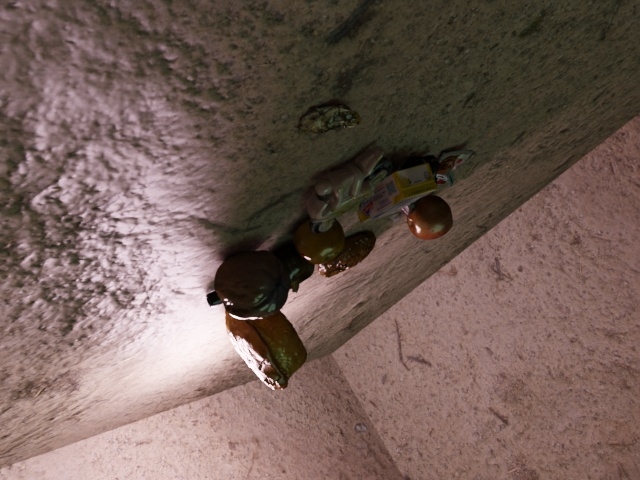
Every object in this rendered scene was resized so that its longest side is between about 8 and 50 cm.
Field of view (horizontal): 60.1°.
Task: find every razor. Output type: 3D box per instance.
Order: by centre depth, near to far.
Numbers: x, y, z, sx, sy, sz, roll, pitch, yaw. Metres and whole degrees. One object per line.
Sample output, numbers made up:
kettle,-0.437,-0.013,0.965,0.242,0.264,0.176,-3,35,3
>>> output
razor,0.376,-0.200,2.132,0.278,0.056,0.111,-23,160,14

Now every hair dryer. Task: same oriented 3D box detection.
hair dryer,-0.350,0.161,1.955,0.100,0.057,0.197,-22,149,-27

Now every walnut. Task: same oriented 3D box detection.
walnut,-0.226,0.147,1.829,0.248,0.248,0.248,-28,160,-11

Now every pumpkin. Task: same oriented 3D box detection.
pumpkin,-0.119,0.116,2.017,0.219,0.162,0.219,-27,164,-8

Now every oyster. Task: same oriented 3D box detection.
oyster,0.024,-0.304,1.388,0.166,0.053,0.108,-21,148,-10

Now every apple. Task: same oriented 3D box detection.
apple,0.000,0.000,1.914,0.182,0.155,0.182,-29,154,-16
apple,0.460,-0.095,2.341,0.174,0.188,0.188,-18,158,-8

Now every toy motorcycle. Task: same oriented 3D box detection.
toy motorcycle,0.072,-0.158,1.723,0.341,0.108,0.223,-41,150,9

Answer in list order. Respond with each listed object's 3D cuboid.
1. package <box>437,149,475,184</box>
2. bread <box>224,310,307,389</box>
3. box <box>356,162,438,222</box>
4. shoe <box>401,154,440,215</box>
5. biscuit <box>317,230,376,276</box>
package,0.478,-0.276,2.149,0.154,0.030,0.239,-9,157,-25
bread,-0.229,0.411,2.237,0.215,0.398,0.398,-38,163,-20
box,0.250,-0.159,1.894,0.168,0.097,0.265,-19,175,-32
shoe,0.353,-0.211,2.018,0.137,0.114,0.291,-24,153,-25
biscuit,0.120,0.068,2.383,0.296,0.075,0.296,-28,161,-11
